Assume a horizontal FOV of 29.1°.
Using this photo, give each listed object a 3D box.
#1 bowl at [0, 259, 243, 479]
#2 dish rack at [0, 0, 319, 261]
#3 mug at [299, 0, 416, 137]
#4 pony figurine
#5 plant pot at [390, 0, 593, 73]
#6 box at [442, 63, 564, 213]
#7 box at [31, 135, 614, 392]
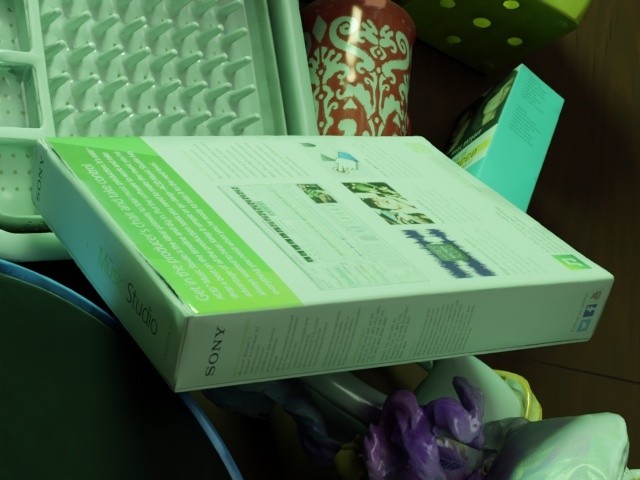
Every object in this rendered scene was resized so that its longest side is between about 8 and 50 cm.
[{"bbox_3d":[-0.166,0.175,0.603,0.391,0.077,0.391,35,37,-31],"label":"bowl"},{"bbox_3d":[-0.153,-0.124,0.933,0.333,0.072,0.285,-3,80,-41],"label":"dish rack"},{"bbox_3d":[0.043,-0.112,1.097,0.150,0.113,0.169,20,55,-27],"label":"mug"},{"bbox_3d":[0.086,0.154,0.878,0.363,0.303,0.351,41,34,10],"label":"pony figurine"},{"bbox_3d":[0.177,-0.299,1.272,0.212,0.212,0.187,22,64,-27],"label":"plant pot"},{"bbox_3d":[0.151,-0.056,1.154,0.060,0.100,0.244,39,45,-12],"label":"box"},{"bbox_3d":[0.000,0.000,0.818,0.322,0.058,0.232,-2,29,-34],"label":"box"}]
